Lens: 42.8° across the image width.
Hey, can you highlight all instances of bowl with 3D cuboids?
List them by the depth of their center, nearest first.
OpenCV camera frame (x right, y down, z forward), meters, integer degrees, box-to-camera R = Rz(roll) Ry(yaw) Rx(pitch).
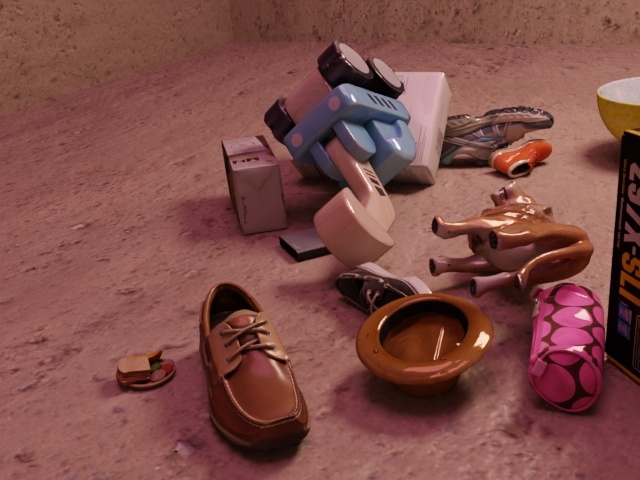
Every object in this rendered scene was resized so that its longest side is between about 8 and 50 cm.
[{"bbox_3d":[0.767,-0.262,1.832,0.289,0.156,0.289,-4,22,2],"label":"bowl"}]

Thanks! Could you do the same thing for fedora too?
[{"bbox_3d":[0.141,0.148,1.094,0.194,0.079,0.194,-7,30,4],"label":"fedora"}]

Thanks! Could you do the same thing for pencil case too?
[{"bbox_3d":[0.321,0.133,1.078,0.098,0.095,0.209,34,27,1],"label":"pencil case"}]

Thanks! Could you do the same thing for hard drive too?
[{"bbox_3d":[0.000,0.000,1.552,0.135,0.022,0.094,-14,24,-20],"label":"hard drive"}]

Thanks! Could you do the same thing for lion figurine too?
[{"bbox_3d":[0.318,0.010,1.268,0.240,0.142,0.392,-4,16,-12],"label":"lion figurine"}]

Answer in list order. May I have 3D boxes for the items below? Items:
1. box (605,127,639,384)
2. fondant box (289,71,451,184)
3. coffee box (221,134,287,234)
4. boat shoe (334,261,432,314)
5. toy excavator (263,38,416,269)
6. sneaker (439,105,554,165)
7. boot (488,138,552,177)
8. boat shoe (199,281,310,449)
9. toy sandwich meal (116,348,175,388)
[{"bbox_3d":[0.445,0.049,0.949,0.079,0.322,0.257,-9,23,-13],"label":"box"},{"bbox_3d":[0.117,-0.262,1.881,0.330,0.238,0.096,6,-20,23],"label":"fondant box"},{"bbox_3d":[-0.142,-0.125,1.728,0.098,0.141,0.246,-9,24,-9],"label":"coffee box"},{"bbox_3d":[0.097,0.091,1.256,0.070,0.078,0.219,-16,17,-25],"label":"boat shoe"},{"bbox_3d":[0.075,-0.153,1.575,0.433,0.222,0.445,1,52,-57],"label":"toy excavator"},{"bbox_3d":[0.402,-0.242,1.912,0.283,0.122,0.110,-6,13,16],"label":"sneaker"},{"bbox_3d":[0.469,-0.181,1.845,0.158,0.059,0.084,-19,32,-16],"label":"boot"},{"bbox_3d":[-0.105,0.153,1.084,0.122,0.120,0.324,-13,24,-17],"label":"boat shoe"},{"bbox_3d":[-0.250,0.181,1.166,0.085,0.029,0.085,-5,23,2],"label":"toy sandwich meal"}]
